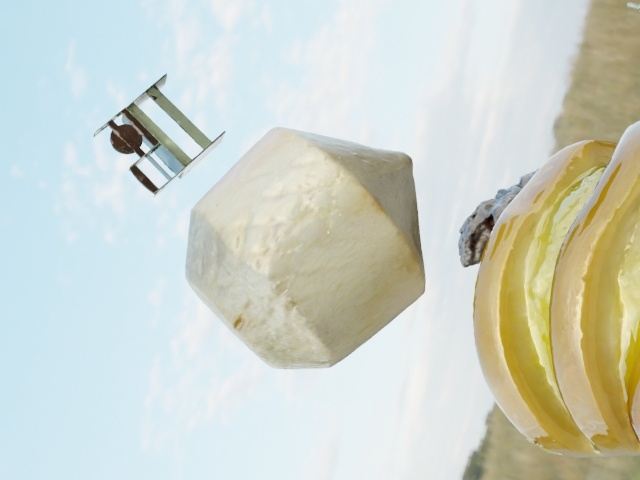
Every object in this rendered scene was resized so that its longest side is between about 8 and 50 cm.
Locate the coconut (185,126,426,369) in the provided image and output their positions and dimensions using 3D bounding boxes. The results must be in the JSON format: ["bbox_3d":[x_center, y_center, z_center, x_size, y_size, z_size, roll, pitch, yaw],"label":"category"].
[{"bbox_3d":[0.000,0.000,1.311,0.329,0.328,0.329,16,-90,-76],"label":"coconut"}]

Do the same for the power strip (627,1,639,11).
[{"bbox_3d":[0.506,-0.270,1.286,0.060,0.252,0.027,89,-166,-54],"label":"power strip"}]

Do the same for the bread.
[{"bbox_3d":[0.266,0.020,0.864,0.316,0.211,0.270,-57,14,-26],"label":"bread"}]

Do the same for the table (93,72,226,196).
[{"bbox_3d":[-0.275,-0.174,1.777,0.175,0.146,0.062,-45,-1,-21],"label":"table"}]

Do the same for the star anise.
[{"bbox_3d":[0.368,-0.057,1.800,0.118,0.331,0.331,64,-157,-7],"label":"star anise"}]
